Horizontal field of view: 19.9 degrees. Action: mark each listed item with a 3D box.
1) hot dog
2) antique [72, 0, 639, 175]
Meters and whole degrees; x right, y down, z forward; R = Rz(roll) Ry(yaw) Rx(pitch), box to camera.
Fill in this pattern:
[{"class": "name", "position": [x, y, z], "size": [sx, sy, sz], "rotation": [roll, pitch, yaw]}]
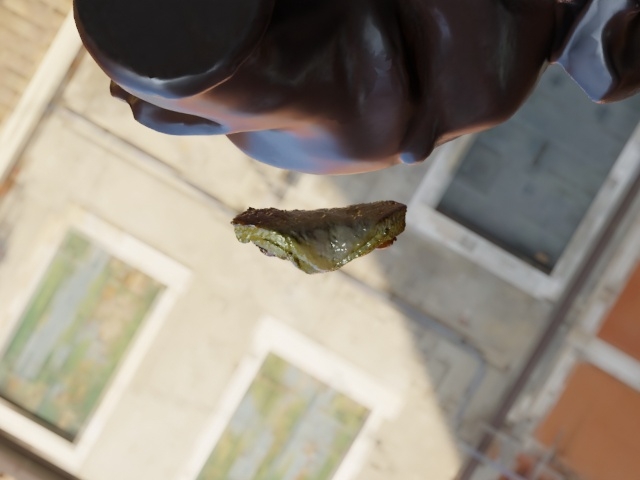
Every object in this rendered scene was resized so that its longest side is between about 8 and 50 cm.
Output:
[{"class": "hot dog", "position": [0.000, 0.001, 1.701], "size": [0.169, 0.061, 0.078], "rotation": [-3, -157, -8]}, {"class": "antique", "position": [0.052, -0.146, 0.728], "size": [0.185, 0.322, 0.255], "rotation": [60, -179, 18]}]
